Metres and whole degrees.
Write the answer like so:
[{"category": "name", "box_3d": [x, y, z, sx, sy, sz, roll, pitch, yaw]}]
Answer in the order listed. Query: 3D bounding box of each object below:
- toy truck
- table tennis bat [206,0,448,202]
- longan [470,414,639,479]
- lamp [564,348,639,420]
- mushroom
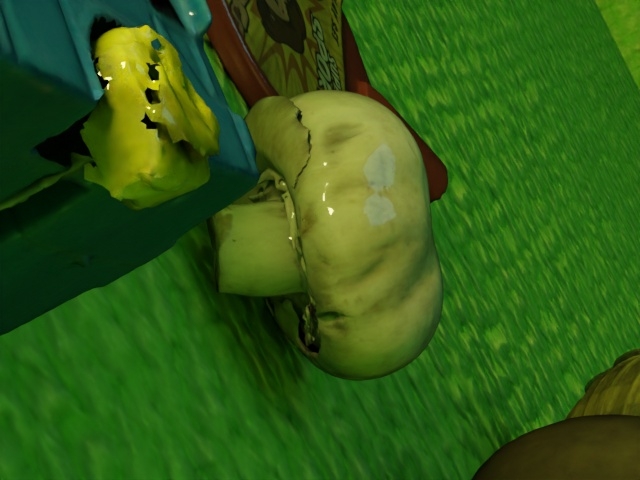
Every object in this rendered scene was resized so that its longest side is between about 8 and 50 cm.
[{"category": "toy truck", "box_3d": [-0.160, -0.075, 0.536, 0.385, 0.161, 0.162, 26, 38, -63]}, {"category": "table tennis bat", "box_3d": [-0.006, -0.119, 1.241, 0.310, 0.038, 0.200, 44, 33, -43]}, {"category": "longan", "box_3d": [0.163, 0.189, 1.040, 0.212, 0.198, 0.198, -28, 92, -53]}, {"category": "lamp", "box_3d": [0.276, 0.171, 1.229, 0.250, 0.284, 0.250, 17, 56, -26]}, {"category": "mushroom", "box_3d": [0.000, 0.000, 0.972, 0.154, 0.122, 0.154, 167, -90, -71]}]
